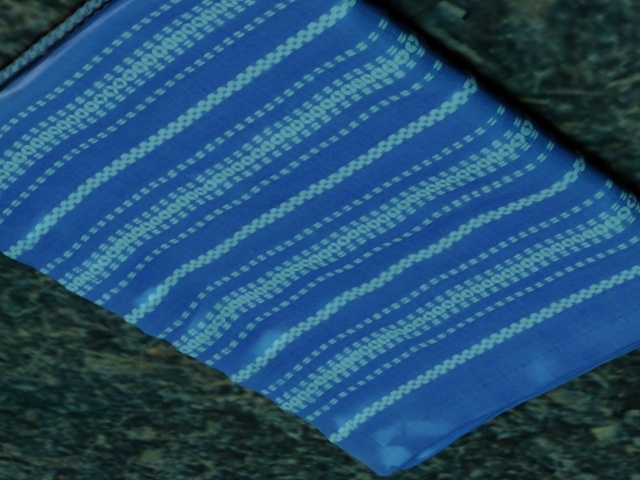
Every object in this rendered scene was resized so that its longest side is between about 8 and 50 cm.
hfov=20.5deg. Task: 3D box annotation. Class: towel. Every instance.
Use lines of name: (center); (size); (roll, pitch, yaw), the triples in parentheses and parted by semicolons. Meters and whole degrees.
towel: (0.000, 0.000, 0.830); (0.336, 0.040, 0.243); (32, 134, -32)
